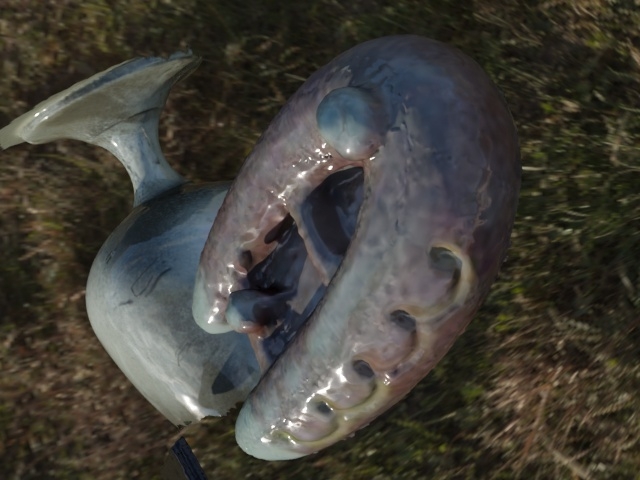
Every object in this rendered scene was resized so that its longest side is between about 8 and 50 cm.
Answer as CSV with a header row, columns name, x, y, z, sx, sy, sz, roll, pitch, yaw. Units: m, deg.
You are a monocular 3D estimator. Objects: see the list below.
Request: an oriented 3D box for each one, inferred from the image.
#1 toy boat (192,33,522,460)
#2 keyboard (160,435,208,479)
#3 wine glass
name,x,y,z,sx,sy,sz,roll,pitch,yaw
toy boat,0.000,0.000,0.630,0.227,0.085,0.155,-51,45,34
keyboard,-0.049,0.306,1.087,0.018,0.101,0.310,-25,74,-23
wine glass,-0.133,0.002,1.250,0.238,0.238,0.323,-28,87,18
